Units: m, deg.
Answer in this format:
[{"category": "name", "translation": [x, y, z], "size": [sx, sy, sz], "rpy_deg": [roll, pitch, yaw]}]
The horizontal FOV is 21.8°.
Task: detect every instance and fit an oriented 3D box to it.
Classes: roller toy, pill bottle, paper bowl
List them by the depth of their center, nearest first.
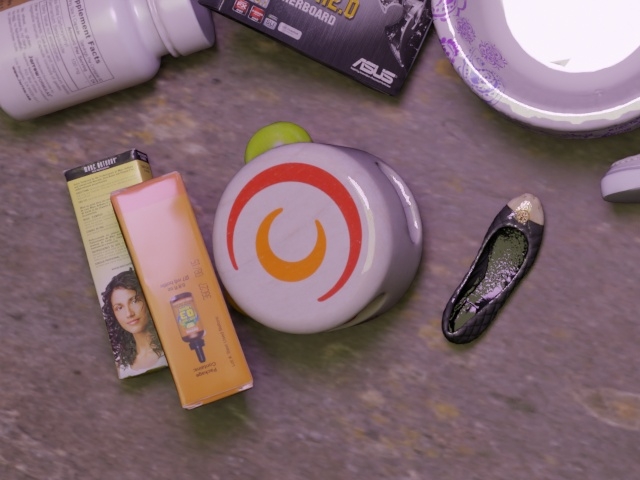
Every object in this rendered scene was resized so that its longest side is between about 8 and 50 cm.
[{"category": "paper bowl", "translation": [0.256, -0.241, 1.644], "size": [0.284, 0.148, 0.284], "rpy_deg": [0, 88, 11]}, {"category": "roller toy", "translation": [0.000, 0.000, 1.685], "size": [0.191, 0.146, 0.209], "rpy_deg": [21, 98, 20]}, {"category": "pill bottle", "translation": [-0.235, -0.219, 1.750], "size": [0.229, 0.131, 0.131], "rpy_deg": [-17, 84, 9]}]

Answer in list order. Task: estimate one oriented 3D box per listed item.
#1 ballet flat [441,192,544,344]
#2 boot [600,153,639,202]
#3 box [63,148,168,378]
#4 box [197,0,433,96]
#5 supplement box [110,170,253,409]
[{"category": "ballet flat", "translation": [0.179, 0.031, 1.696], "size": [0.057, 0.049, 0.173], "rpy_deg": [29, 93, 10]}, {"category": "boot", "translation": [0.397, -0.115, 1.648], "size": [0.258, 0.095, 0.123], "rpy_deg": [-10, 79, 2]}, {"category": "box", "translation": [-0.198, 0.025, 1.768], "size": [0.087, 0.058, 0.232], "rpy_deg": [-18, 83, 9]}, {"category": "box", "translation": [0.016, -0.271, 1.671], "size": [0.231, 0.056, 0.183], "rpy_deg": [24, 93, -32]}, {"category": "supplement box", "translation": [-0.142, 0.053, 1.693], "size": [0.078, 0.080, 0.233], "rpy_deg": [-18, 83, -9]}]
